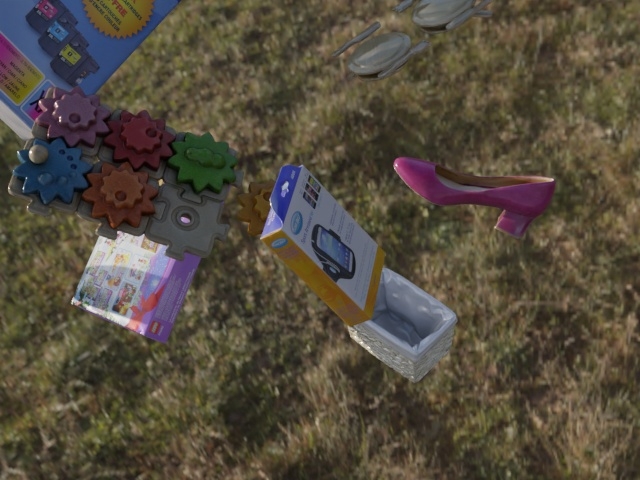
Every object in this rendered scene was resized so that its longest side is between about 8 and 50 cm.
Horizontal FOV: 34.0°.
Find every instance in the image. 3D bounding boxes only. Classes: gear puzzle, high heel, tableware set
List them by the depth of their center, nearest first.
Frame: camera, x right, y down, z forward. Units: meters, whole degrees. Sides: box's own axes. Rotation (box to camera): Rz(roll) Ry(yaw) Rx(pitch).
[{"bbox_3d":[-0.175,-0.069,1.208,0.339,0.044,0.175,19,57,-10],"label":"gear puzzle"},{"bbox_3d":[0.120,-0.257,1.326,0.194,0.039,0.128,-37,36,-12],"label":"tableware set"},{"bbox_3d":[0.241,-0.098,1.637,0.244,0.117,0.082,29,36,4],"label":"high heel"}]

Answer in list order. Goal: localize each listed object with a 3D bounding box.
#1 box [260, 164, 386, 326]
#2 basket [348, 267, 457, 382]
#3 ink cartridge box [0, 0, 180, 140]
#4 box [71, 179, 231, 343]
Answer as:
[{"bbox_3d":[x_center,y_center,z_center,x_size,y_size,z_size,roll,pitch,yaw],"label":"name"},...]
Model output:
[{"bbox_3d":[0.000,0.000,0.879,0.028,0.136,0.081,-26,32,34],"label":"box"},{"bbox_3d":[0.133,0.145,1.760,0.167,0.103,0.113,34,59,30],"label":"basket"},{"bbox_3d":[-0.363,-0.369,1.462,0.395,0.270,0.151,-52,32,-15],"label":"ink cartridge box"},{"bbox_3d":[-0.287,0.006,1.769,0.201,0.057,0.293,17,82,39],"label":"box"}]
